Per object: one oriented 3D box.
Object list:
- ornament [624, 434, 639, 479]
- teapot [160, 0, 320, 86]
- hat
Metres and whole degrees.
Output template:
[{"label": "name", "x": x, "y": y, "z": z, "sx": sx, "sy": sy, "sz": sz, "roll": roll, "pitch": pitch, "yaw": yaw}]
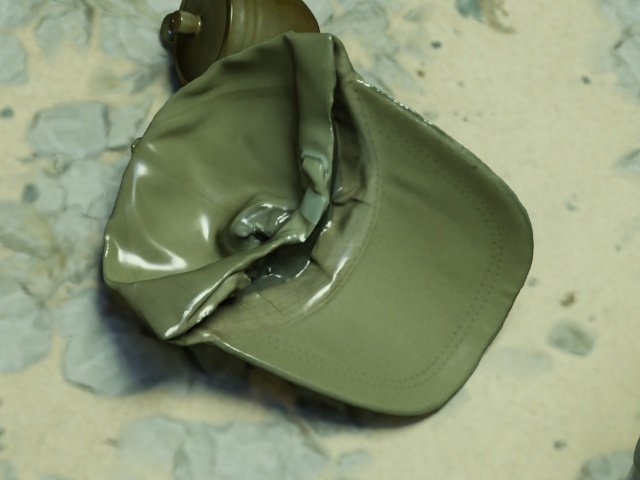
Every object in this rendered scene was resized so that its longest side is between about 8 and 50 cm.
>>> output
[{"label": "ornament", "x": 0.287, "y": 0.080, "z": 0.877, "sx": 0.240, "sy": 0.239, "sz": 0.240, "roll": 27, "pitch": 54, "yaw": 15}, {"label": "teapot", "x": -0.050, "y": -0.087, "z": 1.058, "sx": 0.080, "sy": 0.085, "sz": 0.110, "roll": 9, "pitch": 87, "yaw": -30}, {"label": "hat", "x": 0.000, "y": 0.000, "z": 1.005, "sx": 0.144, "sy": 0.173, "sz": 0.166, "roll": 29, "pitch": 86, "yaw": 52}]
